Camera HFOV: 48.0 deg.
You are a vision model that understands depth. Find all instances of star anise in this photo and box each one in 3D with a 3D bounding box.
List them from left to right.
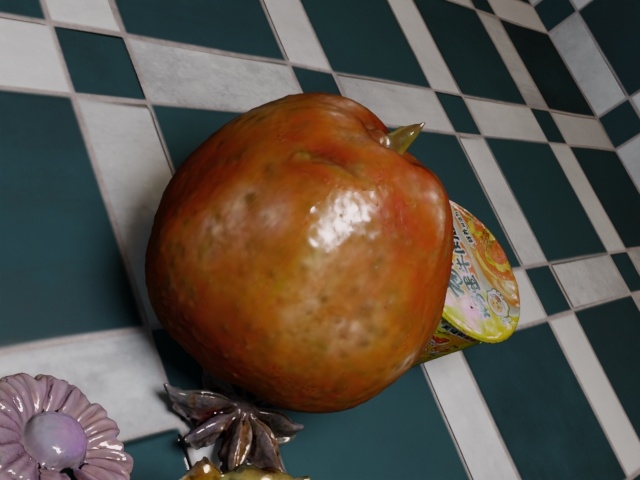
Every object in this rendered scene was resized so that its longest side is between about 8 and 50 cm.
[{"bbox_3d":[-0.105,0.234,0.912,0.205,0.061,0.180,11,42,-46],"label":"star anise"}]

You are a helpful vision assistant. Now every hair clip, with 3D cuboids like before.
[{"bbox_3d":[-0.327,0.202,0.692,0.301,0.069,0.173,0,40,-41],"label":"hair clip"}]

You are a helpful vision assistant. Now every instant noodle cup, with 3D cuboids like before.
[{"bbox_3d":[0.166,0.085,1.185,0.264,0.200,0.264,25,46,-30],"label":"instant noodle cup"}]

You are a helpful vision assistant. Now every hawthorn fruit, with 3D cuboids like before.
[{"bbox_3d":[0.000,0.000,0.913,0.403,0.403,0.402,25,47,-30],"label":"hawthorn fruit"}]

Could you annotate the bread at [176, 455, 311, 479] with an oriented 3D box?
[{"bbox_3d":[-0.102,0.352,0.773,0.175,0.133,0.251,7,84,-9],"label":"bread"}]
